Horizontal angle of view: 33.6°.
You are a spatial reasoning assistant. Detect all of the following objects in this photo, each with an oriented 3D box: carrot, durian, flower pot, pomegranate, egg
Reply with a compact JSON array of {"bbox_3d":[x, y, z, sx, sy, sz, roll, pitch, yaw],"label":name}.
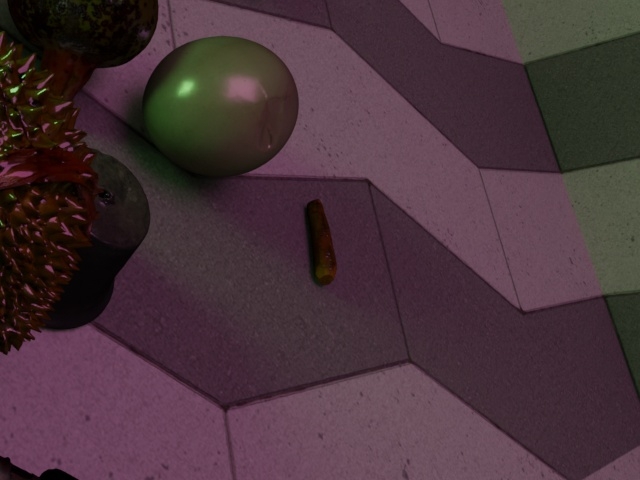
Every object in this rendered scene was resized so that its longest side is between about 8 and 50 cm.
[{"bbox_3d":[0.000,0.000,1.851,0.042,0.042,0.170,28,39,-41],"label":"carrot"},{"bbox_3d":[-0.397,-0.057,1.074,0.347,0.348,0.384,-44,117,-58],"label":"durian"},{"bbox_3d":[-0.312,-0.022,1.324,0.235,0.148,0.235,34,39,-33],"label":"flower pot"},{"bbox_3d":[-0.347,-0.303,1.506,0.214,0.214,0.247,22,83,-45],"label":"pomegranate"},{"bbox_3d":[-0.151,-0.207,1.641,0.269,0.219,0.219,-15,76,-41],"label":"egg"}]

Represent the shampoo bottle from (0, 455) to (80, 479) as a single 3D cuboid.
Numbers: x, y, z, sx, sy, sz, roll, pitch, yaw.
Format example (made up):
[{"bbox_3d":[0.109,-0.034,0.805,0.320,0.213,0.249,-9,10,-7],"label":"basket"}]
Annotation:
[{"bbox_3d":[-0.245,0.342,1.166,0.323,0.084,0.129,38,33,-29],"label":"shampoo bottle"}]
